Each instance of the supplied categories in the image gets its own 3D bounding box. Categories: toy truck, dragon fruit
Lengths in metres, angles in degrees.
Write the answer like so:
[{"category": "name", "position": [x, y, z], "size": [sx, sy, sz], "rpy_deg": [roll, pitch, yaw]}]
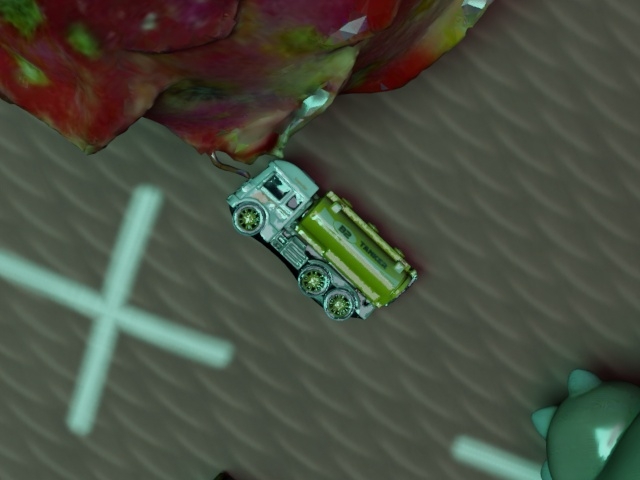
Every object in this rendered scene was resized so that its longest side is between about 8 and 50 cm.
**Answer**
[{"category": "toy truck", "position": [0.000, 0.000, 0.666], "size": [0.123, 0.052, 0.063], "rpy_deg": [44, 91, -4]}, {"category": "dragon fruit", "position": [-0.071, -0.202, 0.513], "size": [0.371, 0.249, 0.386], "rpy_deg": [-9, 118, 7]}]

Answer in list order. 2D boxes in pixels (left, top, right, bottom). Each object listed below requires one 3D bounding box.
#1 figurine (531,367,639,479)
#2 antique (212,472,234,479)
[{"category": "figurine", "position": [0.305, 0.164, 0.551], "size": [0.380, 0.203, 0.248], "rpy_deg": [-18, 107, 42]}, {"category": "antique", "position": [0.019, 0.293, 0.673], "size": [0.310, 0.093, 0.087], "rpy_deg": [42, 95, -3]}]
